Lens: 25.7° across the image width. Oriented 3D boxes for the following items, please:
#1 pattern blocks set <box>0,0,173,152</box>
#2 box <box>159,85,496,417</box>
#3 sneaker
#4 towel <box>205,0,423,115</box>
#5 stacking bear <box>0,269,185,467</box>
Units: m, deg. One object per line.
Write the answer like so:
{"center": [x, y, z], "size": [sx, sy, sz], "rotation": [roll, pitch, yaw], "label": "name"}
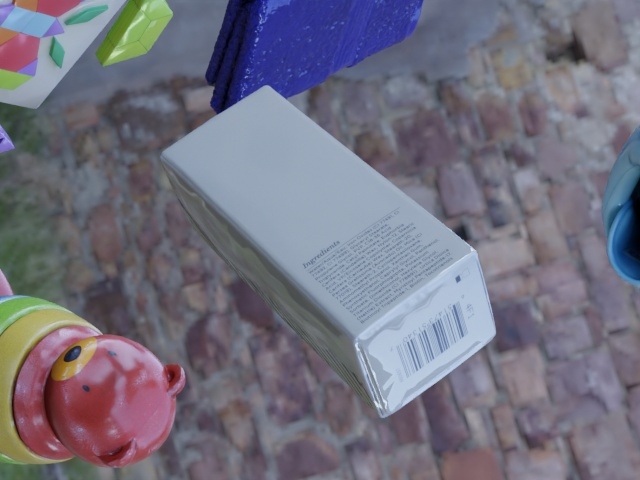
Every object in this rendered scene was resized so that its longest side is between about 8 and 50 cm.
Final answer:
{"center": [-0.232, -0.178, 1.101], "size": [0.026, 0.285, 0.325], "rotation": [55, -50, 25], "label": "pattern blocks set"}
{"center": [0.000, 0.000, 1.043], "size": [0.275, 0.113, 0.094], "rotation": [43, -18, 43], "label": "box"}
{"center": [0.279, -0.014, 1.158], "size": [0.135, 0.150, 0.366], "rotation": [41, -17, 24], "label": "sneaker"}
{"center": [0.007, -0.274, 1.603], "size": [0.076, 0.308, 0.227], "rotation": [46, -36, 21], "label": "towel"}
{"center": [-0.249, 0.126, 1.255], "size": [0.289, 0.175, 0.164], "rotation": [9, -44, 40], "label": "stacking bear"}
